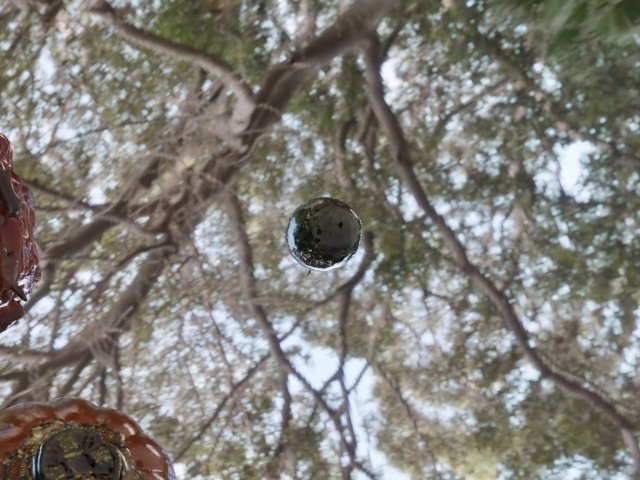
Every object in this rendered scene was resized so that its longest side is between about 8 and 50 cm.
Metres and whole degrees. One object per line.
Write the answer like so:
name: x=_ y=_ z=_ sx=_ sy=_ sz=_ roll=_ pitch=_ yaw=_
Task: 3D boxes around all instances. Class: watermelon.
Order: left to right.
watermelon: x=0.000 y=0.000 z=1.458 sx=0.105 sy=0.133 sz=0.105 roll=16 pitch=-142 yaw=-13

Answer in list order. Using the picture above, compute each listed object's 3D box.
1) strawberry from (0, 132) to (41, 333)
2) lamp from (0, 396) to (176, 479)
strawberry: x=-0.296 y=-0.029 z=0.623 sx=0.280 sy=0.253 sz=0.150 roll=54 pitch=-169 yaw=5
lamp: x=-0.229 y=0.243 z=0.915 sx=0.223 sy=0.196 sz=0.223 roll=13 pitch=-135 yaw=-13
